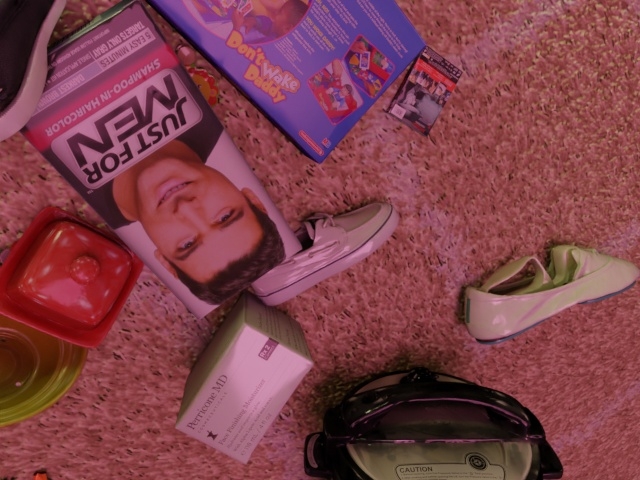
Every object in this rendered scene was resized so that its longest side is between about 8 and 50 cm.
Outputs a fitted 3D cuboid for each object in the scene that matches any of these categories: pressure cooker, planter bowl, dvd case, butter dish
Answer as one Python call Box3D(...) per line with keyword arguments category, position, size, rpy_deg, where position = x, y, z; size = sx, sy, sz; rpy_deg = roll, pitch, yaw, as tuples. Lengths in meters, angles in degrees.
Box3D(category="pressure cooker", position=(0.183, 0.434, 0.864), size=(0.370, 0.375, 0.420), rpy_deg=(-17, 117, -41))
Box3D(category="planter bowl", position=(-0.436, 0.155, 0.652), size=(0.217, 0.217, 0.090), rpy_deg=(17, 139, -25))
Box3D(category="dvd case", position=(0.170, -0.242, 0.792), size=(0.087, 0.013, 0.119), rpy_deg=(23, 99, -26))
Box3D(category="butter dish", position=(-0.320, 0.044, 0.639), size=(0.160, 0.118, 0.159), rpy_deg=(34, 62, -27))

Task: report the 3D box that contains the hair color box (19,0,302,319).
Box3D(category="hair color box", position=(-0.198, -0.089, 0.634), size=(0.185, 0.113, 0.374), rpy_deg=(-35, 126, -4))

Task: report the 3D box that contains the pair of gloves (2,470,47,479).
Box3D(category="pair of gloves", position=(-0.488, 0.416, 0.803), size=(0.083, 0.010, 0.074), rpy_deg=(-4, 112, -16))

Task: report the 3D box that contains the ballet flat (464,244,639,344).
Box3D(category="ballet flat", position=(0.465, 0.081, 0.971), size=(0.400, 0.139, 0.139), rpy_deg=(-19, 115, -12))

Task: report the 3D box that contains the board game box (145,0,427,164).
Box3D(category="board game box", position=(-0.050, -0.306, 0.650), size=(0.233, 0.078, 0.347), rpy_deg=(-48, 118, 2))

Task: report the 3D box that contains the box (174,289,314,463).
Box3D(category="box", position=(-0.116, 0.198, 0.746), size=(0.119, 0.182, 0.181), rpy_deg=(33, 93, -12))

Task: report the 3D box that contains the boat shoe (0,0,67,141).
Box3D(category="boat shoe", position=(-0.319, -0.235, 0.466), size=(0.114, 0.302, 0.091), rpy_deg=(-18, 151, 3))

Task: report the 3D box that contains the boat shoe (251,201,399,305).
Box3D(category="boat shoe", position=(0.000, 0.000, 0.782), size=(0.268, 0.096, 0.088), rpy_deg=(-29, 118, 0))

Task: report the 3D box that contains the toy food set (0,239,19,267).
Box3D(category="toy food set", position=(-0.408, 0.043, 0.663), size=(0.083, 0.020, 0.082), rpy_deg=(24, 63, -28))

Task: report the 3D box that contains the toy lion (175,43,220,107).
Box3D(category="toy lion", position=(-0.193, -0.210, 0.664), size=(0.100, 0.034, 0.096), rpy_deg=(-24, 124, -10))
